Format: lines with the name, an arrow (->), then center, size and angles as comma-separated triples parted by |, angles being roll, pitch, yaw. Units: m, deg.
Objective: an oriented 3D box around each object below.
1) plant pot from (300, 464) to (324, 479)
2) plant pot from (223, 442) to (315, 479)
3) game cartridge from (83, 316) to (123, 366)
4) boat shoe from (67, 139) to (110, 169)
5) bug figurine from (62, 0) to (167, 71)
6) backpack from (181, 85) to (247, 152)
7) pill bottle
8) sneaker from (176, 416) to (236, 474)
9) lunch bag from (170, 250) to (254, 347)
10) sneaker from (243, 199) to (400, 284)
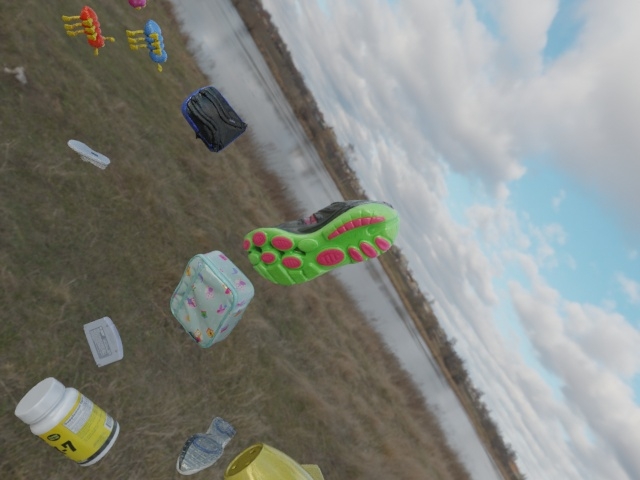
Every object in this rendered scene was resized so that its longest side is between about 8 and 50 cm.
plant pot -> -0.081, 0.638, 0.926 | 0.212, 0.212, 0.187 | 17, 4, -29
plant pot -> -0.086, 0.356, 0.625 | 0.095, 0.134, 0.134 | 57, 5, -1
game cartridge -> -0.396, 0.185, 0.793 | 0.017, 0.056, 0.083 | -16, 85, -79
boat shoe -> -0.578, -0.209, 1.070 | 0.100, 0.035, 0.035 | 30, 30, -36
bug figurine -> -0.451, -0.505, 0.955 | 0.072, 0.279, 0.216 | -53, 156, -44
backpack -> -0.238, -0.259, 0.920 | 0.120, 0.098, 0.101 | 53, -17, -29
pill bottle -> -0.592, 0.425, 1.017 | 0.208, 0.119, 0.119 | 57, 6, -28
sneaker -> -0.365, 0.671, 1.359 | 0.111, 0.129, 0.297 | 33, 1, 13
lunch bag -> -0.350, 0.182, 1.342 | 0.224, 0.279, 0.108 | 43, 28, 15
sneaker -> 0.000, 0.000, 1.220 | 0.202, 0.483, 0.185 | -41, 118, -62
